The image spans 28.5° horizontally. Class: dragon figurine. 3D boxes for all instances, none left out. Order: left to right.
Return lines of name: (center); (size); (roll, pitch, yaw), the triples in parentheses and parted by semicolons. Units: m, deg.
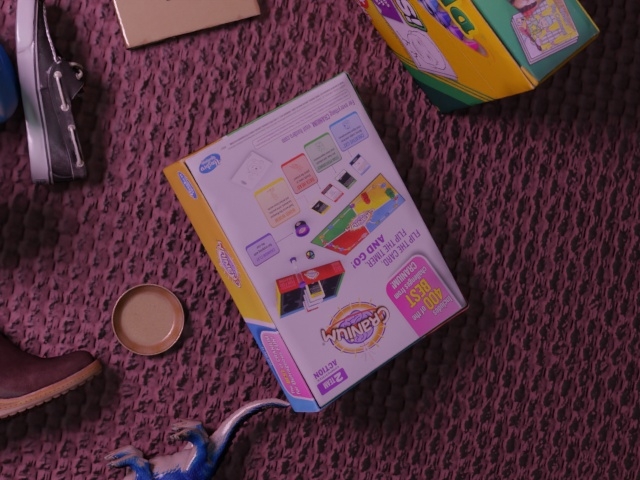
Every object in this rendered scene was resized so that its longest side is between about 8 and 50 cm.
dragon figurine: (-0.154, 0.287, 1.445); (0.289, 0.085, 0.144); (-24, 97, -14)

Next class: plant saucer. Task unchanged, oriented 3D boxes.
plant saucer: (-0.201, 0.091, 1.467); (0.083, 0.015, 0.083); (0, 92, -11)

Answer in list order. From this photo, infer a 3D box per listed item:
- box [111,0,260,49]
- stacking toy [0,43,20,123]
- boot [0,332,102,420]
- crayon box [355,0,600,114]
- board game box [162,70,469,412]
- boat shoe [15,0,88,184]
box: (-0.175, -0.337, 1.457); (0.164, 0.021, 0.201); (-17, 95, -10)
stacking toy: (-0.488, -0.131, 1.356); (0.302, 0.166, 0.175); (-35, 107, 7)
boot: (-0.386, 0.103, 1.399); (0.248, 0.090, 0.207); (-18, 83, -23)
crayon box: (0.103, -0.317, 1.361); (0.106, 0.313, 0.363); (-39, 98, -7)
board game box: (0.000, 0.000, 1.440); (0.242, 0.064, 0.316); (-31, 97, -28)
boat shoe: (-0.300, -0.173, 1.414); (0.070, 0.078, 0.219); (-7, 101, -10)
